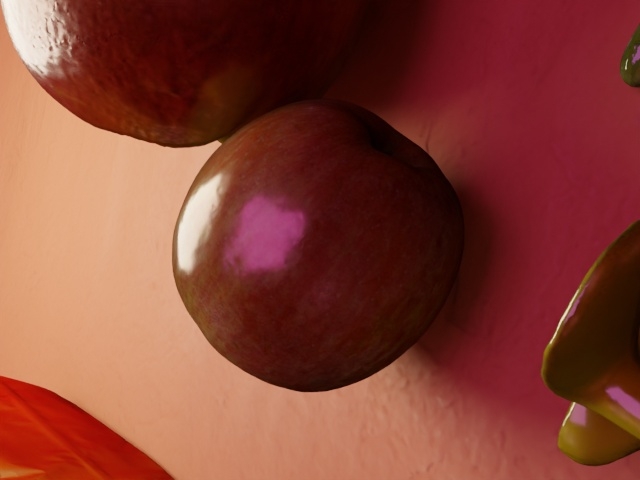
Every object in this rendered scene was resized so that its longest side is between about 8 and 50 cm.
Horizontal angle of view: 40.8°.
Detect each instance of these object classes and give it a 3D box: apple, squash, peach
[{"bbox_3d":[0.000,0.000,0.580,0.174,0.188,0.188,-51,48,20],"label":"apple"},{"bbox_3d":[0.207,-0.132,0.509,0.027,0.027,0.089,43,110,43],"label":"squash"},{"bbox_3d":[-0.093,-0.237,0.661,0.308,0.308,0.332,17,96,47],"label":"peach"}]

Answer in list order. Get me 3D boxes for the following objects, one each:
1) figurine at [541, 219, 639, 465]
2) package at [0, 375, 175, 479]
[{"bbox_3d":[0.286,0.073,0.313,0.338,0.204,0.283,40,103,31],"label":"figurine"},{"bbox_3d":[-0.275,0.237,0.812,0.424,0.196,0.123,19,94,46],"label":"package"}]
